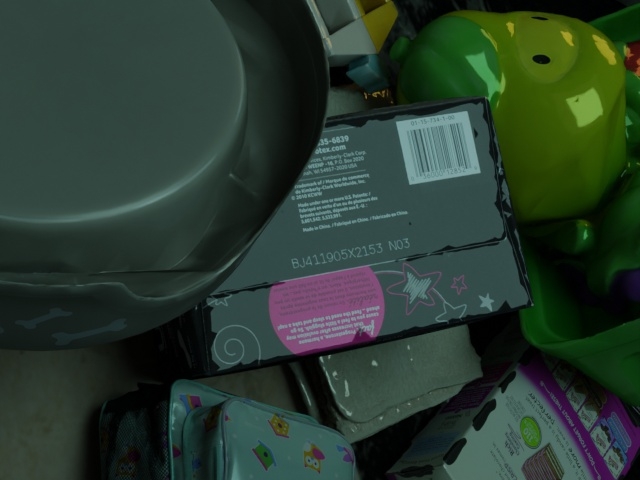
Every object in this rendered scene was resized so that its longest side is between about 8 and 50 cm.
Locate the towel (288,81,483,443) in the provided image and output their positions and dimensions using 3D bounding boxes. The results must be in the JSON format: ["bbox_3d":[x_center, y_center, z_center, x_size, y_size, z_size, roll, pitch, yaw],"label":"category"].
[{"bbox_3d":[0.027,0.013,1.261,0.187,0.049,0.282,-16,88,-46],"label":"towel"}]

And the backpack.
[{"bbox_3d":[-0.065,0.200,1.057,0.166,0.144,0.188,25,65,-43],"label":"backpack"}]

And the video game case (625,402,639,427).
[{"bbox_3d":[0.383,0.120,1.559,0.275,0.035,0.248,45,59,-25],"label":"video game case"}]

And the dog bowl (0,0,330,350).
[{"bbox_3d":[-0.173,-0.084,0.949,0.348,0.102,0.349,7,51,-9],"label":"dog bowl"}]

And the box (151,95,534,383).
[{"bbox_3d":[0.000,0.000,1.117,0.247,0.142,0.163,-10,85,-20],"label":"box"}]

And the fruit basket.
[{"bbox_3d":[0.242,-0.085,1.310,0.392,0.283,0.392,54,25,-39],"label":"fruit basket"}]

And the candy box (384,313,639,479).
[{"bbox_3d":[0.173,0.186,1.334,0.233,0.071,0.159,-44,109,-42],"label":"candy box"}]

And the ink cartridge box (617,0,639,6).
[{"bbox_3d":[0.330,-0.350,1.591,0.128,0.127,0.176,16,67,-40],"label":"ink cartridge box"}]

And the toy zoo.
[{"bbox_3d":[-0.014,-0.254,1.258,0.293,0.030,0.192,65,24,-9],"label":"toy zoo"}]
